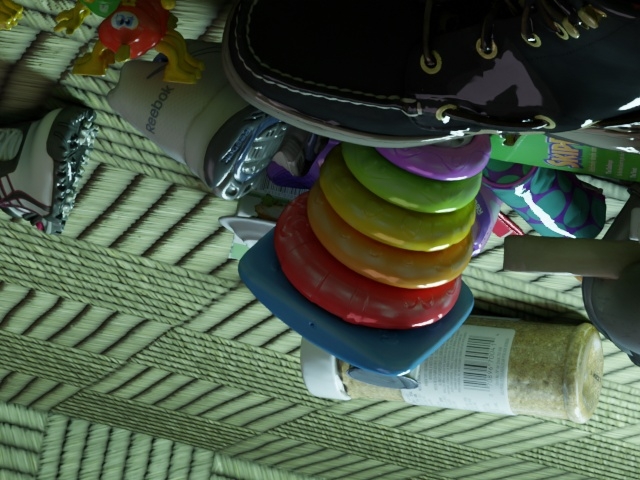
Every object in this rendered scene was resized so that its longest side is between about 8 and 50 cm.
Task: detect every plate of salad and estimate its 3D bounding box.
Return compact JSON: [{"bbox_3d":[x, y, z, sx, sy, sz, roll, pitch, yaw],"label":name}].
[{"bbox_3d":[0.000,0.000,1.766,0.200,0.048,0.200,16,172,2],"label":"plate of salad"}]

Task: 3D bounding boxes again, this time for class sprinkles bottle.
[{"bbox_3d":[0.157,0.146,2.230,0.355,0.121,0.121,4,163,23],"label":"sprinkles bottle"}]

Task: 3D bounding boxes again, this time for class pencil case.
[{"bbox_3d":[0.197,-0.049,1.637,0.070,0.064,0.151,-37,144,15],"label":"pencil case"}]

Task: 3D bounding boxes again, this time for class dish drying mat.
[{"bbox_3d":[0.175,-0.019,1.857,0.032,0.008,0.083,2,162,31],"label":"dish drying mat"}]

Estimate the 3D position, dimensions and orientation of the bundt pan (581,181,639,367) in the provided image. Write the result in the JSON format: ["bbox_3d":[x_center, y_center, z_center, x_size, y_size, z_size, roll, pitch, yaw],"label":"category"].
[{"bbox_3d":[0.359,0.099,1.634,0.331,0.124,0.331,42,-176,-3],"label":"bundt pan"}]

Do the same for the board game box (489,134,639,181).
[{"bbox_3d":[0.268,-0.079,1.512,0.259,0.039,0.124,6,164,-7],"label":"board game box"}]

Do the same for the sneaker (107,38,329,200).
[{"bbox_3d":[-0.058,-0.116,1.432,0.129,0.111,0.297,30,-166,13],"label":"sneaker"}]

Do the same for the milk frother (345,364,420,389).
[{"bbox_3d":[0.047,0.090,2.088,0.129,0.135,0.143,21,161,-30],"label":"milk frother"}]

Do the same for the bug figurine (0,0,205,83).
[{"bbox_3d":[-0.217,-0.171,1.322,0.279,0.072,0.216,4,-160,1],"label":"bug figurine"}]

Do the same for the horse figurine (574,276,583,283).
[{"bbox_3d":[0.393,0.074,1.913,0.263,0.066,0.174,14,177,-32],"label":"horse figurine"}]

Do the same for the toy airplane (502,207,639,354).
[{"bbox_3d":[0.358,0.029,1.203,0.386,0.272,0.384,-13,159,26],"label":"toy airplane"}]

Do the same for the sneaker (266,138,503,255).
[{"bbox_3d":[0.060,-0.040,1.690,0.236,0.104,0.095,9,165,12],"label":"sneaker"}]

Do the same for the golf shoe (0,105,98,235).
[{"bbox_3d":[-0.291,-0.073,1.824,0.120,0.105,0.273,21,162,-9],"label":"golf shoe"}]

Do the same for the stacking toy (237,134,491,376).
[{"bbox_3d":[0.071,-0.061,1.460,0.175,0.166,0.302,32,128,14],"label":"stacking toy"}]

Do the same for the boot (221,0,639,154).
[{"bbox_3d":[0.133,-0.152,1.189,0.377,0.138,0.284,8,165,-5],"label":"boot"}]

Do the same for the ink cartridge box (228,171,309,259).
[{"bbox_3d":[-0.002,-0.020,1.885,0.171,0.056,0.235,12,164,-3],"label":"ink cartridge box"}]
